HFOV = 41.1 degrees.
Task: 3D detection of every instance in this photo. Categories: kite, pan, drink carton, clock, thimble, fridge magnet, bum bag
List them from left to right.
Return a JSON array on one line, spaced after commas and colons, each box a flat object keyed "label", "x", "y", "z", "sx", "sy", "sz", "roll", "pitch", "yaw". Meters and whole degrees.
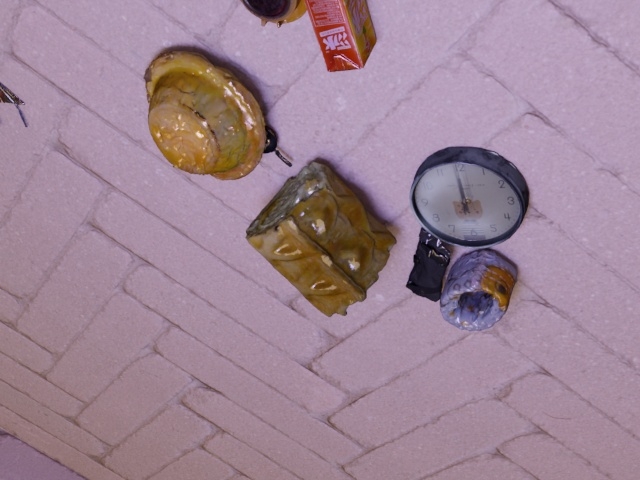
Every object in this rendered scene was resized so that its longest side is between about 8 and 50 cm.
[{"label": "kite", "x": -0.730, "y": -0.317, "z": 1.867, "sx": 0.183, "sy": 0.010, "sz": 0.160, "roll": 6, "pitch": 131, "yaw": 14}, {"label": "fridge magnet", "x": -0.083, "y": -0.424, "z": 1.430, "sx": 0.143, "sy": 0.063, "sz": 0.143, "roll": 15, "pitch": 140, "yaw": 13}, {"label": "pan", "x": -0.098, "y": -0.190, "z": 1.699, "sx": 0.115, "sy": 0.023, "sz": 0.068, "roll": 41, "pitch": 134, "yaw": -14}, {"label": "drink carton", "x": 0.023, "y": -0.394, "z": 1.387, "sx": 0.071, "sy": 0.096, "sz": 0.223, "roll": -1, "pitch": 132, "yaw": 24}, {"label": "bum bag", "x": 0.222, "y": 0.060, "z": 1.777, "sx": 0.087, "sy": 0.049, "sz": 0.198, "roll": 34, "pitch": 143, "yaw": 23}, {"label": "clock", "x": 0.281, "y": -0.077, "z": 1.627, "sx": 0.226, "sy": 0.049, "sz": 0.226, "roll": 12, "pitch": 138, "yaw": 12}, {"label": "thimble", "x": 0.319, "y": 0.101, "z": 1.736, "sx": 0.127, "sy": 0.118, "sz": 0.151, "roll": 35, "pitch": 138, "yaw": -12}]

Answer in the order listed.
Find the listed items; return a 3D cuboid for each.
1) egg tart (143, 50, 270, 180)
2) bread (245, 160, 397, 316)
[{"label": "egg tart", "x": -0.236, "y": -0.228, "z": 1.648, "sx": 0.288, "sy": 0.118, "sz": 0.288, "roll": 21, "pitch": 136, "yaw": 21}, {"label": "bread", "x": 0.004, "y": -0.002, "z": 1.717, "sx": 0.252, "sy": 0.238, "sz": 0.196, "roll": 37, "pitch": 174, "yaw": -21}]
